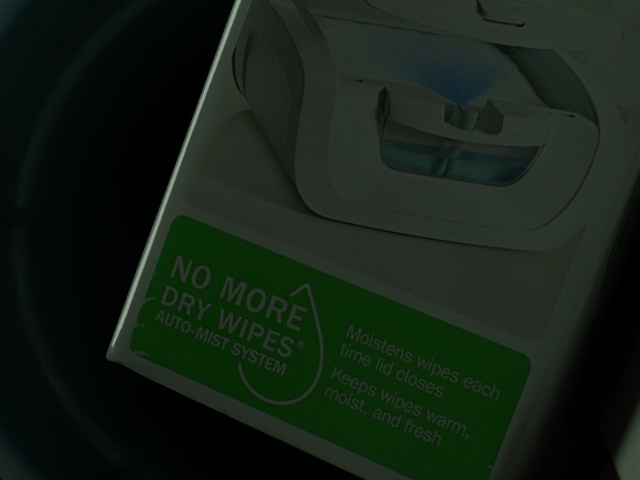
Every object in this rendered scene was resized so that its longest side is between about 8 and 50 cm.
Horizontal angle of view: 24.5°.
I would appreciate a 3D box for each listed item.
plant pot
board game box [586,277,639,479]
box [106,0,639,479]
[{"bbox_3d":[0.000,0.000,0.821,0.334,0.341,0.341,17,-87,-83],"label":"plant pot"},{"bbox_3d":[0.135,-0.022,0.246,0.316,0.064,0.242,-73,3,-79],"label":"board game box"},{"bbox_3d":[0.070,-0.048,0.496,0.231,0.127,0.262,-69,-19,4],"label":"box"}]
